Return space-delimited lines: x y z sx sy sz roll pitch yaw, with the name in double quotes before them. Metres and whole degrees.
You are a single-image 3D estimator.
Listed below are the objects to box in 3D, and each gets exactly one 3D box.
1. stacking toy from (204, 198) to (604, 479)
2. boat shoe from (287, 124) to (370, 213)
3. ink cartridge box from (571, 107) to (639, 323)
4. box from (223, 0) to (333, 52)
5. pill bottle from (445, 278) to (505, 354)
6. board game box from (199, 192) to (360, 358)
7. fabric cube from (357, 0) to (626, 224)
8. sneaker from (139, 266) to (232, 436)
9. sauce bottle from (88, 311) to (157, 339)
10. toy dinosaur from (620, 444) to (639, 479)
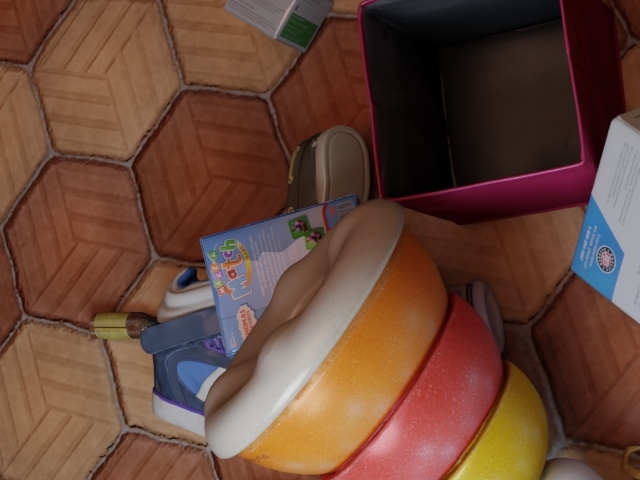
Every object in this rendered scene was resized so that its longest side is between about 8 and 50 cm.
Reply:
"stacking toy" 0.138 0.214 1.653 0.480 0.350 0.351 37 103 -8
"boat shoe" 0.004 0.001 1.925 0.091 0.109 0.305 -11 72 50
"ink cartridge box" 0.447 0.014 1.582 0.307 0.129 0.223 42 138 36
"box" -0.058 -0.328 1.998 0.102 0.101 0.087 33 99 24
"pill bottle" 0.136 0.118 1.843 0.184 0.103 0.103 -15 78 19
"board game box" -0.035 0.046 1.833 0.211 0.039 0.160 -16 76 7
"fabric cube" 0.222 -0.173 1.756 0.254 0.258 0.259 -11 80 26
"sneaker" -0.087 0.146 1.888 0.322 0.130 0.236 13 100 32
"sauce bottle" -0.275 0.125 2.090 0.128 0.042 0.042 0 84 26
"toy dinosaur" 0.387 0.302 1.729 0.211 0.064 0.112 -7 82 26
